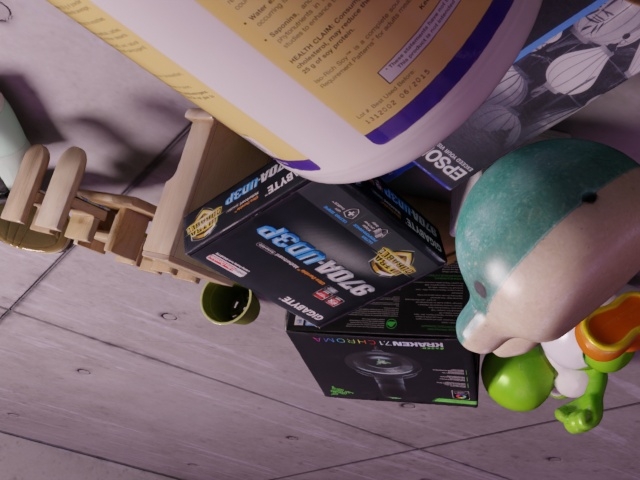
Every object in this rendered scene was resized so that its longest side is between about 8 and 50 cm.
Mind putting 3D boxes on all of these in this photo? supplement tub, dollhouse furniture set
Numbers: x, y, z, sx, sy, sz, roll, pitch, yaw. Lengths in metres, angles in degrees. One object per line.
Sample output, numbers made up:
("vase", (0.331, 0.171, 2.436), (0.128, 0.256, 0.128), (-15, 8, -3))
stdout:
("supplement tub", (-0.049, -0.208, 0.445), (0.241, 0.241, 0.331), (-20, 140, 40))
("dollhouse furniture set", (-0.189, -0.055, 0.872), (0.242, 0.161, 0.212), (9, 168, 39))

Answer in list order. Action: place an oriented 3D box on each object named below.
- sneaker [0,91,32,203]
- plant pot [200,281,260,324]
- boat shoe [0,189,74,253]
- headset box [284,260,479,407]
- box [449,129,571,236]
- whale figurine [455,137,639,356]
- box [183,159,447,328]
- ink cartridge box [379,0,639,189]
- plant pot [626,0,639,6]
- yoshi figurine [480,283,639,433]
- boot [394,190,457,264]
("sneaker", (-0.454, -0.099, 0.881), (0.256, 0.094, 0.151), (-1, 143, 12))
("plant pot", (-0.130, 0.097, 1.172), (0.083, 0.083, 0.079), (-2, 161, 17))
("boat shoe", (-0.395, -0.035, 0.987), (0.224, 0.080, 0.073), (17, 172, 21))
("headset box", (0.105, 0.136, 1.115), (0.246, 0.131, 0.283), (1, 150, 14))
("box", (0.194, -0.056, 0.785), (0.101, 0.102, 0.087), (11, 152, -6))
("whale figurine", (0.194, 0.013, 0.691), (0.216, 0.141, 0.272), (-36, 158, -12))
("box", (0.000, 0.000, 0.778), (0.175, 0.051, 0.220), (-29, 140, 24))
("ink cartridge box", (0.130, -0.145, 0.617), (0.165, 0.065, 0.333), (30, 132, -34))
("plant pot", (0.251, -0.246, 0.443), (0.236, 0.032, 0.236), (-6, 135, -6))
("yoshi figurine", (0.313, 0.152, 1.051), (0.203, 0.203, 0.362), (18, 156, 16))
("boot", (0.058, -0.073, 0.810), (0.236, 0.089, 0.269), (-1, 146, 3))
